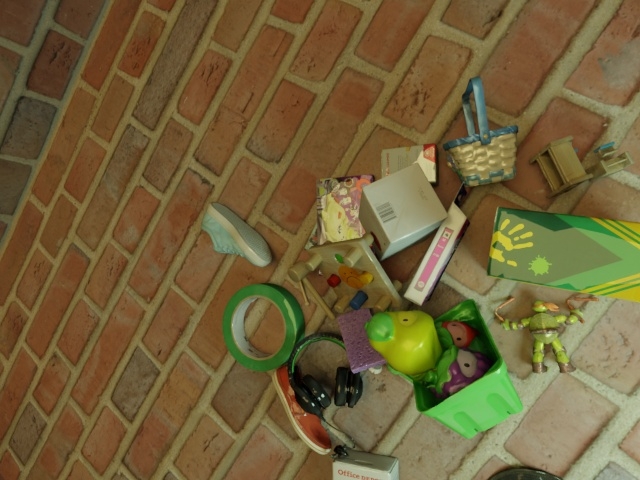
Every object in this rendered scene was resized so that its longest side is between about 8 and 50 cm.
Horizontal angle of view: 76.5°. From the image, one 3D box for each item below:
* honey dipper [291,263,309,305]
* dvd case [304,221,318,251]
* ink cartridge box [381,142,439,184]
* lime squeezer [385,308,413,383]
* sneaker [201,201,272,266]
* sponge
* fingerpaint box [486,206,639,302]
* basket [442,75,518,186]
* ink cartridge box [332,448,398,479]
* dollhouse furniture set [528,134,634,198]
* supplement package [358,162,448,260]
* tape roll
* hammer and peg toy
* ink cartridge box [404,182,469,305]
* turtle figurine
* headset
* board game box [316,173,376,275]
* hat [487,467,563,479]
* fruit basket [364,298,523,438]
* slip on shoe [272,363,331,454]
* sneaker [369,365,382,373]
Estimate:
[{"bbox_3d":[-0.070,0.164,1.501,0.030,0.030,0.160,-23,81,21],"label":"honey dipper"},{"bbox_3d":[0.000,0.000,1.486,0.087,0.013,0.119,29,99,22],"label":"dvd case"},{"bbox_3d":[0.295,-0.241,1.338,0.175,0.072,0.127,-1,87,23],"label":"ink cartridge box"},{"bbox_3d":[0.245,0.367,1.320,0.310,0.059,0.110,67,151,15],"label":"lime squeezer"},{"bbox_3d":[-0.333,0.008,1.579,0.366,0.135,0.150,43,111,28],"label":"sneaker"},{"bbox_3d":[0.134,0.321,1.329,0.117,0.031,0.210,-22,45,6],"label":"sponge"},{"bbox_3d":[0.613,0.039,0.983,0.371,0.445,0.163,10,90,24],"label":"fingerpaint box"},{"bbox_3d":[0.457,-0.303,1.175,0.201,0.255,0.289,-6,94,16],"label":"basket"},{"bbox_3d":[0.149,0.849,1.321,0.197,0.114,0.272,-2,87,24],"label":"ink cartridge box"},{"bbox_3d":[0.723,-0.220,1.141,0.184,0.129,0.129,-19,78,-3],"label":"dollhouse furniture set"},{"bbox_3d":[0.230,-0.071,1.217,0.175,0.293,0.177,-26,77,-3],"label":"supplement package"},{"bbox_3d":[-0.217,0.322,1.530,0.321,0.077,0.321,-2,86,24],"label":"tape roll"},{"bbox_3d":[0.073,0.120,1.309,0.361,0.127,0.266,-12,117,51],"label":"hammer and peg toy"},{"bbox_3d":[0.375,0.017,1.233,0.069,0.176,0.371,26,97,22],"label":"ink cartridge box"},{"bbox_3d":[0.652,0.260,1.148,0.269,0.087,0.217,-12,82,22],"label":"turtle figurine"},{"bbox_3d":[0.028,0.514,1.366,0.243,0.185,0.394,-12,64,-7],"label":"headset"},{"bbox_3d":[0.090,-0.050,1.424,0.208,0.056,0.346,-3,86,14],"label":"board game box"},{"bbox_3d":[0.593,0.824,1.121,0.331,0.134,0.331,-1,87,24],"label":"hat"},{"bbox_3d":[0.322,0.293,1.116,0.283,0.392,0.392,-38,73,17],"label":"fruit basket"},{"bbox_3d":[-0.053,0.585,1.427,0.101,0.123,0.331,-37,69,13],"label":"slip on shoe"},{"bbox_3d":[0.154,0.357,1.356,0.170,0.063,0.075,49,134,26],"label":"sneaker"}]
